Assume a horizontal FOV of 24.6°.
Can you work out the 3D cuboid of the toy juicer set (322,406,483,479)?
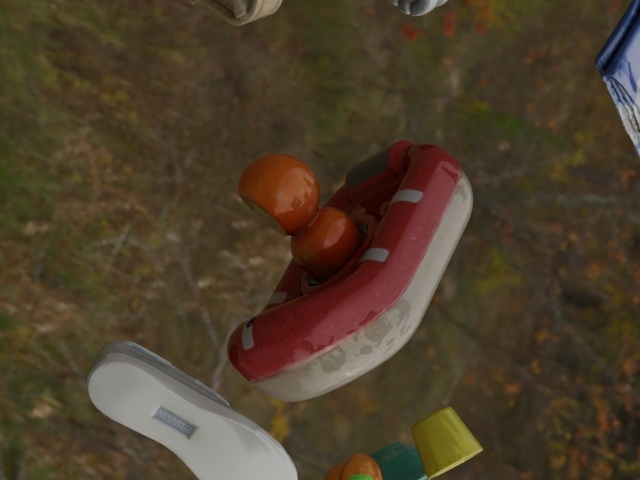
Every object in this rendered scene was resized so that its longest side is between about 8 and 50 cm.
[{"bbox_3d":[0.053,0.303,1.706,0.209,0.089,0.329,-24,167,-20],"label":"toy juicer set"}]

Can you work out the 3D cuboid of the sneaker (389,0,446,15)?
[{"bbox_3d":[0.064,-0.338,1.421,0.115,0.281,0.105,-23,161,-26],"label":"sneaker"}]

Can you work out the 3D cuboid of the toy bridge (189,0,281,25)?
[{"bbox_3d":[-0.048,-0.166,0.900,0.026,0.063,0.188,-22,-174,-20],"label":"toy bridge"}]

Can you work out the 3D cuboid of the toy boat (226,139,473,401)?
[{"bbox_3d":[0.000,0.000,1.055,0.151,0.151,0.231,-27,-154,46],"label":"toy boat"}]

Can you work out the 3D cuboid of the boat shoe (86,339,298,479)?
[{"bbox_3d":[-0.096,0.137,1.119,0.066,0.184,0.063,-56,-167,21],"label":"boat shoe"}]

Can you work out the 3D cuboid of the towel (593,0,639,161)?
[{"bbox_3d":[0.374,-0.170,1.474,0.209,0.034,0.285,-57,140,-12],"label":"towel"}]
